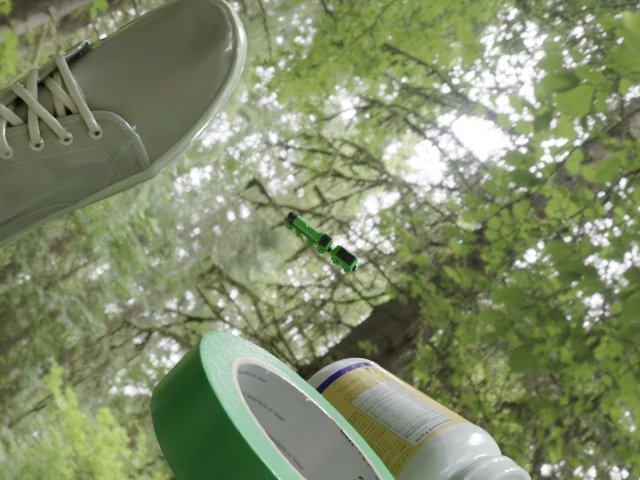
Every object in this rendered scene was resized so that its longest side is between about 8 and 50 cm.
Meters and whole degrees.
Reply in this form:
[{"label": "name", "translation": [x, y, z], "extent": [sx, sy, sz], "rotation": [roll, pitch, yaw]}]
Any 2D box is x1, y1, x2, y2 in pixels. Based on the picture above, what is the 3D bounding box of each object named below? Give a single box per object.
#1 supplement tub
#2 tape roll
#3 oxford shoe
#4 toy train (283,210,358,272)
[{"label": "supplement tub", "translation": [0.119, 0.346, 1.174], "extent": [0.331, 0.241, 0.241], "rotation": [27, -40, 42]}, {"label": "tape roll", "translation": [-0.028, 0.232, 0.807], "extent": [0.321, 0.077, 0.321], "rotation": [43, 5, -4]}, {"label": "oxford shoe", "translation": [-0.276, -0.118, 0.824], "extent": [0.169, 0.449, 0.130], "rotation": [59, 1, 19]}, {"label": "toy train", "translation": [0.000, 0.000, 0.707], "extent": [0.083, 0.017, 0.024], "rotation": [37, -14, 13]}]
